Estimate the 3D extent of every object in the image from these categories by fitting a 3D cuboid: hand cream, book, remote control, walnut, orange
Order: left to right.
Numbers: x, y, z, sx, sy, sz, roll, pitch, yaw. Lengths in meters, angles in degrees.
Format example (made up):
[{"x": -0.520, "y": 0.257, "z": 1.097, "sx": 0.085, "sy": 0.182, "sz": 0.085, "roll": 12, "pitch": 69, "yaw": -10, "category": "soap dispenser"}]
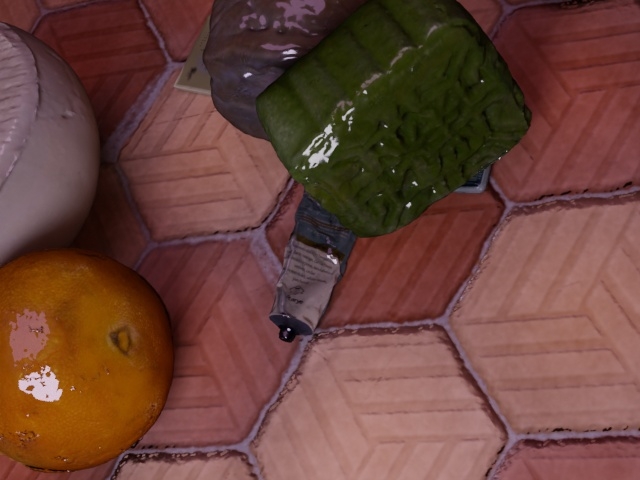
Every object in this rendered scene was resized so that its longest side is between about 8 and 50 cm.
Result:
[{"x": -0.272, "y": 0.124, "z": 1.305, "sx": 0.240, "sy": 0.240, "sz": 0.240, "roll": -10, "pitch": 61, "yaw": 19, "category": "orange"}, {"x": -0.130, "y": -0.232, "z": 1.552, "sx": 0.077, "sy": 0.014, "sz": 0.111, "roll": 14, "pitch": 71, "yaw": 30, "category": "book"}, {"x": -0.020, "y": -0.210, "z": 1.386, "sx": 0.224, "sy": 0.224, "sz": 0.224, "roll": -10, "pitch": 61, "yaw": 19, "category": "walnut"}, {"x": 0.000, "y": 0.000, "z": 1.364, "sx": 0.075, "sy": 0.052, "sz": 0.247, "roll": 17, "pitch": 64, "yaw": 3, "category": "hand cream"}, {"x": 0.169, "y": -0.108, "z": 1.352, "sx": 0.053, "sy": 0.018, "sz": 0.124, "roll": 6, "pitch": 68, "yaw": 29, "category": "remote control"}]

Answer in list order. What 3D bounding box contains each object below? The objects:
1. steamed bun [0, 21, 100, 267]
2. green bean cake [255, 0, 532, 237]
[{"x": -0.424, "y": -0.073, "z": 1.466, "sx": 0.374, "sy": 0.241, "sz": 0.374, "roll": -13, "pitch": 56, "yaw": 20, "category": "steamed bun"}, {"x": 0.074, "y": -0.125, "z": 1.261, "sx": 0.248, "sy": 0.222, "sz": 0.125, "roll": -36, "pitch": 53, "yaw": 8, "category": "green bean cake"}]
